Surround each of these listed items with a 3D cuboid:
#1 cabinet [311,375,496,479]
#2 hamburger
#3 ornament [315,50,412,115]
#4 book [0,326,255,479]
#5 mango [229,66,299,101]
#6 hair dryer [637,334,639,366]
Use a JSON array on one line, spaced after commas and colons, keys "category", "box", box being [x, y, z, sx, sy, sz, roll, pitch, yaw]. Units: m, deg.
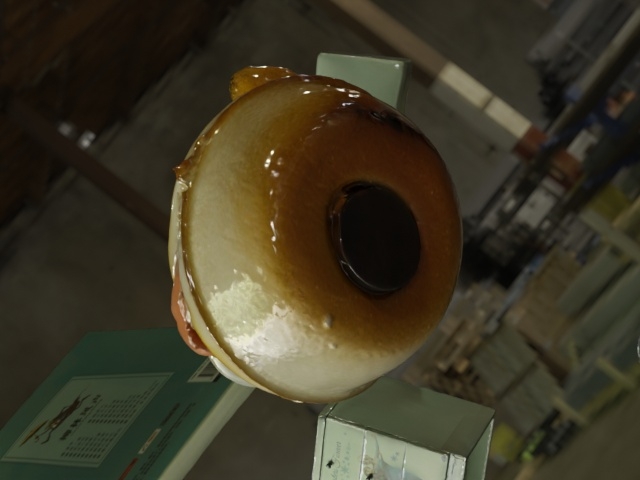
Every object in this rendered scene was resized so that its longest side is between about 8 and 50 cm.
[{"category": "cabinet", "box": [0.112, 0.295, 1.951, 0.150, 0.206, 0.145, -42, -38, -57]}, {"category": "hamburger", "box": [-0.003, -0.003, 0.985, 0.147, 0.237, 0.237, -8, 35, 52]}, {"category": "ornament", "box": [0.019, -0.020, 1.166, 0.130, 0.120, 0.285, -55, -16, -62]}, {"category": "book", "box": [-0.207, 0.177, 1.366, 0.379, 0.031, 0.264, -7, 36, 53]}, {"category": "mango", "box": [-0.044, -0.164, 1.863, 0.105, 0.159, 0.084, -35, 34, 31]}, {"category": "hair dryer", "box": [0.484, 0.190, 1.429, 0.121, 0.361, 0.301, -54, -23, -24]}]
